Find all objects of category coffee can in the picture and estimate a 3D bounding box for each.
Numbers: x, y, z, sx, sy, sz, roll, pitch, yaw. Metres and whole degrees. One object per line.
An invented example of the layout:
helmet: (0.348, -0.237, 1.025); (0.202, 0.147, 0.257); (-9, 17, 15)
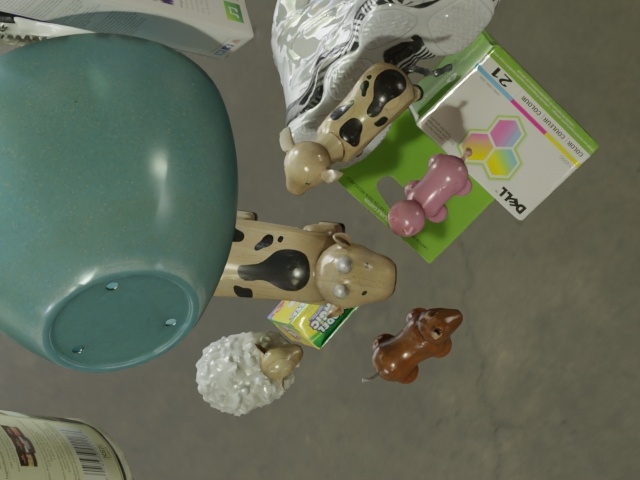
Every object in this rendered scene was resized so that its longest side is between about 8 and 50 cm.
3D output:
coffee can: (-0.349, 0.272, 1.474); (0.201, 0.275, 0.202); (-7, 76, 27)

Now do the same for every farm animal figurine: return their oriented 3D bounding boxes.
farm animal figurine: (0.000, 0.000, 1.458); (0.326, 0.172, 0.330); (-11, 90, 12)

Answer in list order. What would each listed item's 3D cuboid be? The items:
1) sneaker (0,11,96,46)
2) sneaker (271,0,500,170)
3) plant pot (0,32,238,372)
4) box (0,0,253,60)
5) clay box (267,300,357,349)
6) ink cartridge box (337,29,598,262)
sneaker: (-0.310, -0.307, 1.755); (0.293, 0.102, 0.146); (7, 89, 12)
sneaker: (0.058, -0.267, 1.629); (0.137, 0.366, 0.210); (13, 41, -36)
plant pot: (-0.193, -0.004, 1.226); (0.290, 0.290, 0.195); (-19, 53, -5)
box: (-0.218, -0.299, 1.297); (0.322, 0.058, 0.232); (8, 61, -44)
clay box: (0.008, 0.067, 1.761); (0.053, 0.222, 0.127); (42, 82, -6)
ink cartridge box: (0.169, -0.095, 1.705); (0.189, 0.097, 0.255); (40, 102, -21)
